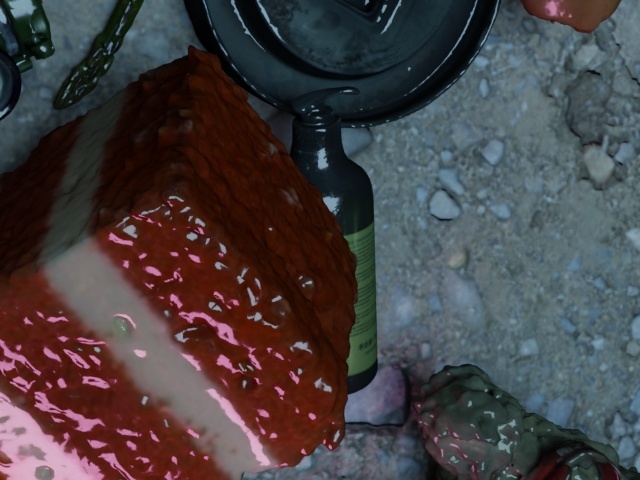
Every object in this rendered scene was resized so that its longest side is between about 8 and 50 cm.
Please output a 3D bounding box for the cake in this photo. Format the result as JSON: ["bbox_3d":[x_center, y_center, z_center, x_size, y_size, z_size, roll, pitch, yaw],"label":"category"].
[{"bbox_3d":[-0.153,0.056,1.450,0.320,0.269,0.270,-30,115,18],"label":"cake"}]

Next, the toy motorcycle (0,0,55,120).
[{"bbox_3d":[-0.343,-0.213,1.435,0.205,0.127,0.275,-28,113,-16],"label":"toy motorcycle"}]

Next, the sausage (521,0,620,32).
[{"bbox_3d":[0.240,-0.338,1.615,0.121,0.121,0.304,-7,118,-24],"label":"sausage"}]

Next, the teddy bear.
[{"bbox_3d":[0.171,0.339,1.741,0.357,0.224,0.367,30,88,-13],"label":"teddy bear"}]

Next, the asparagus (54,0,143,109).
[{"bbox_3d":[-0.171,-0.216,1.570,0.034,0.027,0.236,26,88,-22],"label":"asparagus"}]

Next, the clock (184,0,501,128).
[{"bbox_3d":[0.023,-0.264,1.633,0.319,0.066,0.318,-5,102,-24],"label":"clock"}]

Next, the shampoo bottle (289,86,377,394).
[{"bbox_3d":[0.000,0.000,1.627,0.101,0.101,0.283,-12,114,-23],"label":"shampoo bottle"}]
